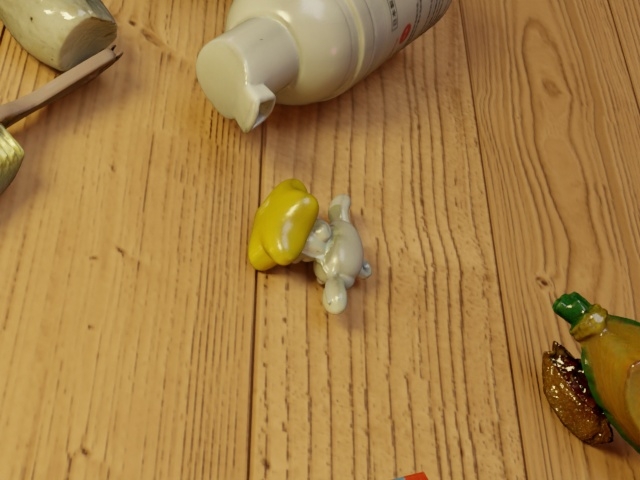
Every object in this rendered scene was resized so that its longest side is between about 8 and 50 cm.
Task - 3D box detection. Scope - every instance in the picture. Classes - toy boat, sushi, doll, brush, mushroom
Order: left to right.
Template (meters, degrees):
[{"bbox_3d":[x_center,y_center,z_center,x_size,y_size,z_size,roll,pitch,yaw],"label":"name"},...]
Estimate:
[{"bbox_3d":[-0.243,-0.079,0.982,0.067,0.072,0.313,57,36,-10],"label":"brush"},{"bbox_3d":[-0.264,-0.246,1.108,0.092,0.081,0.223,-25,64,-26],"label":"mushroom"},{"bbox_3d":[0.001,-0.005,1.069,0.113,0.071,0.135,44,36,-2],"label":"doll"},{"bbox_3d":[0.229,0.135,1.098,0.050,0.047,0.099,-21,68,-48],"label":"sushi"},{"bbox_3d":[0.287,0.134,1.073,0.229,0.089,0.088,49,0,-17],"label":"toy boat"}]

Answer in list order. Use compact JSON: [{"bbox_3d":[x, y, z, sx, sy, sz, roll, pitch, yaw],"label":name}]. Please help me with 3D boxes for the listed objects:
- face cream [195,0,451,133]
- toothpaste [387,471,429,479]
[{"bbox_3d":[-0.007,-0.210,1.193,0.145,0.145,0.370,41,39,7],"label":"face cream"},{"bbox_3d":[0.099,0.260,0.891,0.070,0.044,0.193,-5,54,-39],"label":"toothpaste"}]
